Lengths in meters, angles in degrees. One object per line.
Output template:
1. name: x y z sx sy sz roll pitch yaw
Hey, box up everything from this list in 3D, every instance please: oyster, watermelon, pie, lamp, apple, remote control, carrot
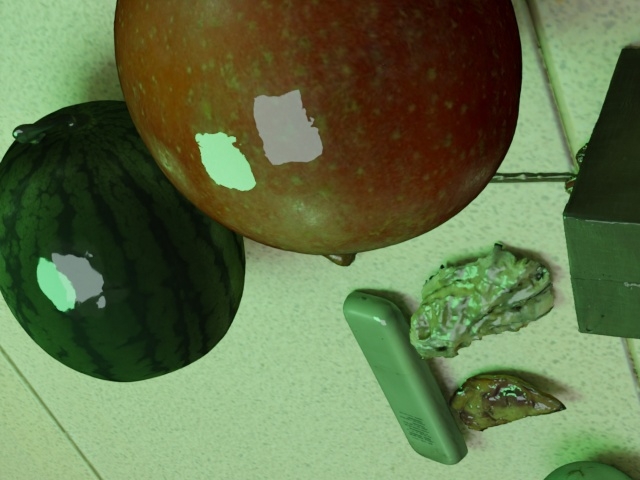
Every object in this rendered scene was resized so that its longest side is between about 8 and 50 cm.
1. oyster: 0.173 0.079 1.486 0.209 0.072 0.133 -13 131 37
2. watermelon: -0.227 -0.004 1.443 0.279 0.279 0.359 6 134 23
3. pie: 0.219 0.201 1.629 0.092 0.034 0.170 41 144 -13
4. lamp: 0.277 -0.067 1.288 0.063 0.031 0.083 17 137 9
5. apple: -0.002 -0.160 1.086 0.349 0.348 0.277 10 130 19
6. remote control: 0.108 0.181 1.658 0.090 0.038 0.309 13 143 41
7. carrot: 0.000 0.000 1.523 0.093 0.032 0.032 30 142 2

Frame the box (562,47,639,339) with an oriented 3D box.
1. box: 0.314 -0.043 1.128 0.149 0.231 0.155 6 138 25

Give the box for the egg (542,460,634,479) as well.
1. egg: 0.349 0.376 1.650 0.168 0.168 0.231 -6 128 35
